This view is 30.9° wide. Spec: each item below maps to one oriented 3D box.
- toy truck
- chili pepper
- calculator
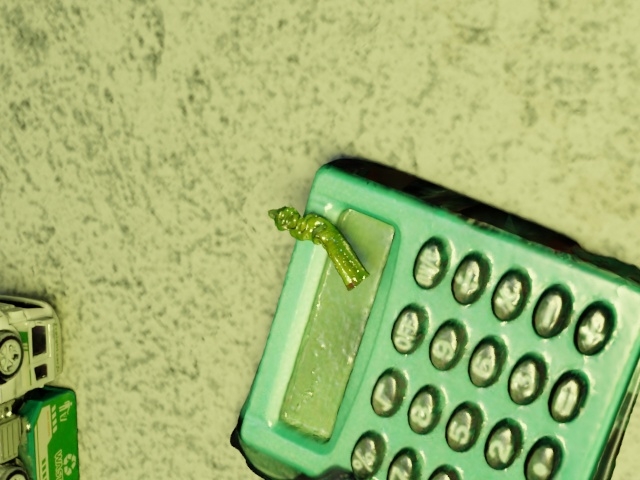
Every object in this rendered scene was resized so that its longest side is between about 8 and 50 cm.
[{"bbox_3d":[-0.265,0.170,0.941,0.114,0.124,0.254,4,99,24],"label":"toy truck"},{"bbox_3d":[0.000,0.000,0.785,0.083,0.022,0.027,40,112,14],"label":"chili pepper"},{"bbox_3d":[0.080,0.096,0.803,0.274,0.058,0.248,23,108,19],"label":"calculator"}]
